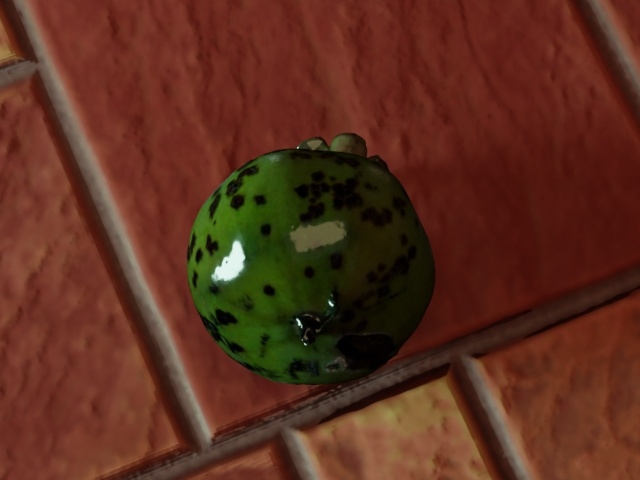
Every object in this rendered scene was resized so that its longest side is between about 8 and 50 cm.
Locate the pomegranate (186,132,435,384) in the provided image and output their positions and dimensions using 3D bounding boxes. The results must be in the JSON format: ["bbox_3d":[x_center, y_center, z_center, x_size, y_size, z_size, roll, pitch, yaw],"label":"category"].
[{"bbox_3d":[0.000,0.000,0.969,0.122,0.122,0.161,19,42,3],"label":"pomegranate"}]
